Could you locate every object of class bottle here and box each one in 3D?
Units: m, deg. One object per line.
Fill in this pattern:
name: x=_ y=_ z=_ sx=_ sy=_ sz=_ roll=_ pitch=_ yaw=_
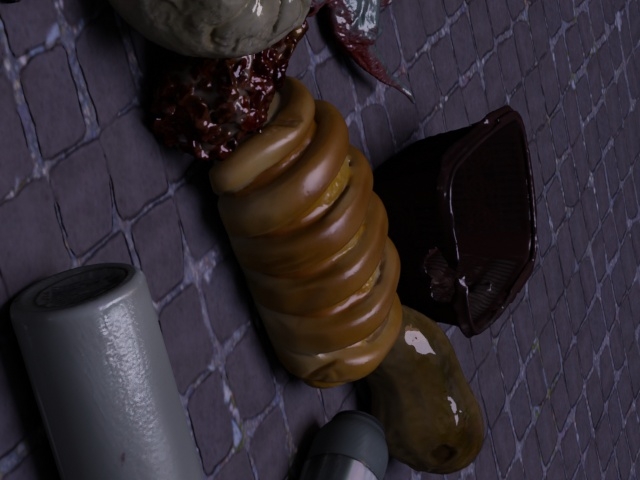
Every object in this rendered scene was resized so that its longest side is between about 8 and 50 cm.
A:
bottle: x=-0.149 y=0.145 z=1.177 sx=0.104 sy=0.104 sz=0.245 roll=-44 pitch=125 yaw=-58
bottle: x=0.004 y=0.277 z=1.511 sx=0.096 sy=0.079 sz=0.254 roll=96 pitch=11 yaw=-47

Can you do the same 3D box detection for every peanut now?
peanut: x=0.096 y=0.156 z=1.690 sx=0.236 sy=0.120 sz=0.110 roll=60 pitch=12 yaw=-29

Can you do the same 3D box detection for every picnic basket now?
picnic basket: x=0.145 y=-0.021 z=1.796 sx=0.297 sy=0.129 sz=0.222 roll=-39 pitch=123 yaw=-59

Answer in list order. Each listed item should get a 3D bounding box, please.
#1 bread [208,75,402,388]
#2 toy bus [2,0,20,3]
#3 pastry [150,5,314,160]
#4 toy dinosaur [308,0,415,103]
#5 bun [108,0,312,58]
bread: x=0.000 y=0.000 z=1.497 sx=0.173 sy=0.121 sz=0.311 roll=-67 pitch=144 yaw=-46
toy bus: x=-0.233 y=-0.225 z=1.112 sx=0.203 sy=0.063 sz=0.090 roll=8 pitch=75 yaw=-66
pastry: x=-0.076 y=-0.166 z=1.384 sx=0.097 sy=0.115 sz=0.208 roll=55 pitch=45 yaw=-39
toy dinosaur: x=0.042 y=-0.221 z=1.700 sx=0.167 sy=0.053 sz=0.242 roll=-58 pitch=138 yaw=-42
bun: x=-0.091 y=-0.230 z=1.272 sx=0.188 sy=0.111 sz=0.164 roll=40 pitch=54 yaw=-1
